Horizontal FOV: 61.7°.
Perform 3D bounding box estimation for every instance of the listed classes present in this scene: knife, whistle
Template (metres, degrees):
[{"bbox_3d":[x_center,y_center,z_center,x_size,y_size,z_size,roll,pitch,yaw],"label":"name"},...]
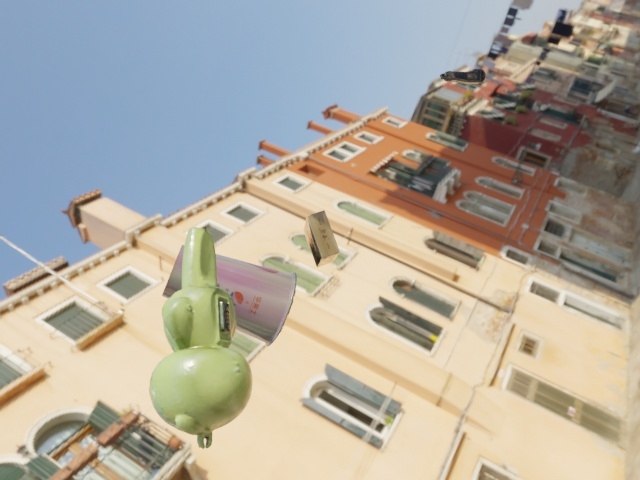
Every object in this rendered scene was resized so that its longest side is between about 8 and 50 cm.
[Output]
[{"bbox_3d":[0.296,-0.341,1.111,0.121,0.018,0.031,-8,-91,-32],"label":"knife"},{"bbox_3d":[-0.177,0.132,0.738,0.141,0.294,0.141,-15,-27,-8],"label":"whistle"}]

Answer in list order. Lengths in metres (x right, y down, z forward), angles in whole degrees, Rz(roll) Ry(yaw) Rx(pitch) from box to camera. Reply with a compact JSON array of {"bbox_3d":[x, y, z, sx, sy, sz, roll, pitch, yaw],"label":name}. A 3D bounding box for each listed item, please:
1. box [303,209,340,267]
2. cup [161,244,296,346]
[{"bbox_3d":[0.000,0.000,0.636,0.024,0.053,0.083,-19,-9,-6],"label":"box"},{"bbox_3d":[-0.226,0.121,1.317,0.203,0.288,0.203,-159,90,-76],"label":"cup"}]
